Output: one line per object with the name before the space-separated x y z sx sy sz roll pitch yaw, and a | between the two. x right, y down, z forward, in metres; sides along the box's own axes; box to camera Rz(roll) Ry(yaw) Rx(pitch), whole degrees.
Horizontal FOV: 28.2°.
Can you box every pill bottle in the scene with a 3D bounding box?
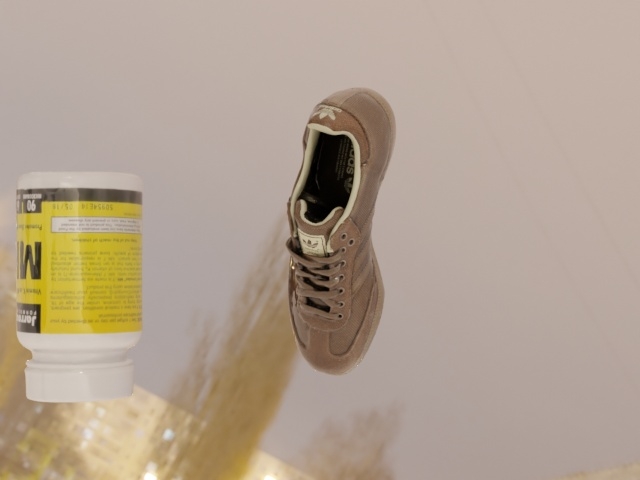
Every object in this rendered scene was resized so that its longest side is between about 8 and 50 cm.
pill bottle | -0.224 0.042 1.188 0.119 0.208 0.119 0 -1 0

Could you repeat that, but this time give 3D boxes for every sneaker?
sneaker | 0.000 0.000 0.783 0.066 0.188 0.071 13 18 26
